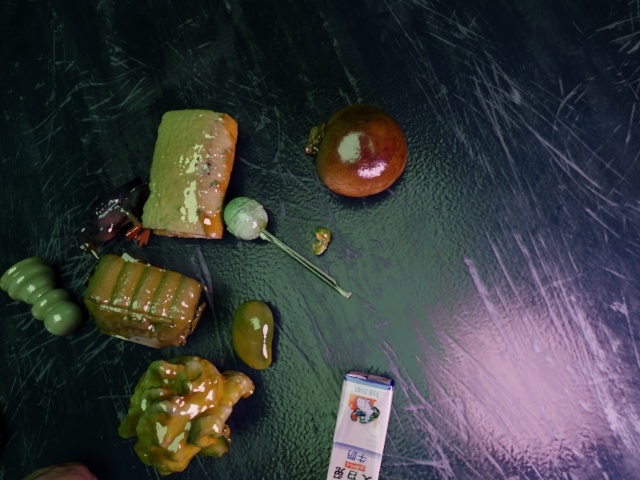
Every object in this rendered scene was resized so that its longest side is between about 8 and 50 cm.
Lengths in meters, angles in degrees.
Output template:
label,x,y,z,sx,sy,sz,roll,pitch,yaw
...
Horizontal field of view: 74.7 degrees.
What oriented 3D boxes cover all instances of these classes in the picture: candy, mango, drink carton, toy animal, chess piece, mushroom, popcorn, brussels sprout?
label,x,y,z,sx,sy,sz,roll,pitch,yaw
candy,-0.096,0.031,1.205,0.440,0.119,0.119,38,89,6
mango,-0.193,0.262,1.178,0.122,0.085,0.190,2,80,8
drink carton,0.100,0.505,1.070,0.131,0.106,0.314,9,83,14
toy animal,-0.618,-0.076,1.301,0.186,0.122,0.298,28,85,14
chess piece,-0.844,0.187,1.301,0.251,0.144,0.144,44,90,8
mushroom,0.096,-0.251,1.158,0.283,0.195,0.263,5,87,12
popcorn,-0.367,0.422,1.090,0.321,0.290,0.325,-33,47,8
brussels sprout,0.000,0.001,1.208,0.046,0.051,0.083,38,116,43

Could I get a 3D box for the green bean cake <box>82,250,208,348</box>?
label,x,y,z,sx,sy,sz,roll,pitch,yaw
green bean cake,-0.495,0.200,1.180,0.310,0.285,0.202,20,59,-9

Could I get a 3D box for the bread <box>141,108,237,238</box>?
label,x,y,z,sx,sy,sz,roll,pitch,yaw
bread,-0.378,-0.191,1.254,0.237,0.165,0.375,6,82,16

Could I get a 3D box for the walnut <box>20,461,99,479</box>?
label,x,y,z,sx,sy,sz,roll,pitch,yaw
walnut,-0.722,0.739,1.121,0.273,0.273,0.227,-47,43,0
